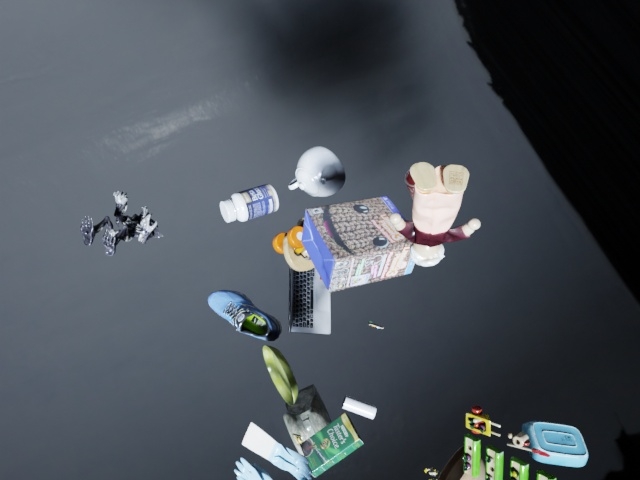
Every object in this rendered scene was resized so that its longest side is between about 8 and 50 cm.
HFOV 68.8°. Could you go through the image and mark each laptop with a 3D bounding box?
[{"bbox_3d":[-0.039,0.239,2.221,0.408,0.381,0.236,13,160,-38],"label":"laptop"}]

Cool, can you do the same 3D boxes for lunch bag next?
[{"bbox_3d":[-0.042,0.764,1.918,0.169,0.235,0.287,-24,-178,-3],"label":"lunch bag"}]

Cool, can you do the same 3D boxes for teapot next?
[{"bbox_3d":[-0.027,-0.290,2.116,0.187,0.252,0.256,-40,156,-23],"label":"teapot"}]

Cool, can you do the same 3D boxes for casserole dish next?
[{"bbox_3d":[0.638,0.543,1.265,0.188,0.114,0.037,10,132,-5],"label":"casserole dish"}]

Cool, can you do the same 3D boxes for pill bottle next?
[{"bbox_3d":[-0.225,-0.114,1.473,0.169,0.094,0.094,-21,162,-28],"label":"pill bottle"}]

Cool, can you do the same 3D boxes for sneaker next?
[{"bbox_3d":[-0.311,0.292,1.875,0.129,0.330,0.147,-63,168,-5],"label":"sneaker"}]

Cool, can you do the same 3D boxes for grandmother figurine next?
[{"bbox_3d":[0.271,-0.043,1.117,0.208,0.104,0.342,13,150,11],"label":"grandmother figurine"}]

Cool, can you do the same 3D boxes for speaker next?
[{"bbox_3d":[0.156,0.677,1.902,0.055,0.136,0.055,-160,-90,-89],"label":"speaker"}]

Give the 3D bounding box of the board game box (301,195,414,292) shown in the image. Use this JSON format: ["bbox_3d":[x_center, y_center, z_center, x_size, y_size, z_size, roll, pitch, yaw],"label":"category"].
[{"bbox_3d":[0.120,0.003,1.443,0.291,0.232,0.141,-11,137,-22],"label":"board game box"}]

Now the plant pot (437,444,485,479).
[{"bbox_3d":[0.500,0.830,1.612,0.237,0.110,0.237,-50,169,-14],"label":"plant pot"}]

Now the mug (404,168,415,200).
[{"bbox_3d":[0.379,-0.197,1.674,0.150,0.113,0.169,-50,140,-5],"label":"mug"}]

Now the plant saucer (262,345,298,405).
[{"bbox_3d":[-0.143,0.492,1.731,0.037,0.241,0.241,-23,162,-24],"label":"plant saucer"}]

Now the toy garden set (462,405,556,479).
[{"bbox_3d":[0.465,0.557,1.189,0.049,0.203,0.244,-9,-168,-38],"label":"toy garden set"}]

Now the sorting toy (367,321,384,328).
[{"bbox_3d":[0.220,0.345,1.906,0.062,0.012,0.083,15,180,-5],"label":"sorting toy"}]

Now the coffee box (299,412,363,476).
[{"bbox_3d":[0.033,0.645,1.482,0.184,0.113,0.040,-33,126,-2],"label":"coffee box"}]

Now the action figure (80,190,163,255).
[{"bbox_3d":[-0.569,-0.055,1.397,0.141,0.164,0.275,-61,177,21],"label":"action figure"}]

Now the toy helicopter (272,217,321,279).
[{"bbox_3d":[0.000,0.000,1.854,0.355,0.235,0.140,-40,-168,-36],"label":"toy helicopter"}]

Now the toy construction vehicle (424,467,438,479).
[{"bbox_3d":[0.514,1.053,2.080,0.035,0.086,0.098,-32,176,-35],"label":"toy construction vehicle"}]

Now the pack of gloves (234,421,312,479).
[{"bbox_3d":[-0.134,0.663,1.363,0.195,0.232,0.046,-67,161,10],"label":"pack of gloves"}]
